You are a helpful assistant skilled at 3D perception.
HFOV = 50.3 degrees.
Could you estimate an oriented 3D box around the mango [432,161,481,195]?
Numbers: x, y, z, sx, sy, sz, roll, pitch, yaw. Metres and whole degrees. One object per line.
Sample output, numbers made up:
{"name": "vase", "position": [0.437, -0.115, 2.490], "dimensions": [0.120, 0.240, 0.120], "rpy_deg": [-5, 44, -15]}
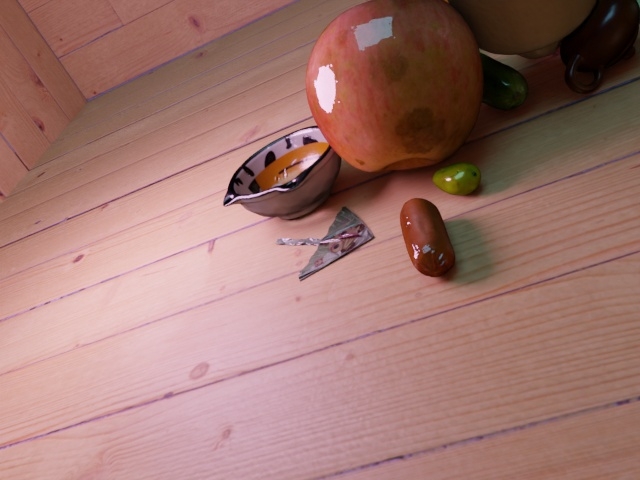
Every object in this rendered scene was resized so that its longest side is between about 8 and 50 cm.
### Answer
{"name": "mango", "position": [0.256, -0.117, 1.287], "dimensions": [0.073, 0.056, 0.108], "rpy_deg": [-37, 27, -24]}

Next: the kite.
{"name": "kite", "position": [0.001, 0.001, 1.375], "dimensions": [0.250, 0.012, 0.229], "rpy_deg": [-5, 37, 39]}

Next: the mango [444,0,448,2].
{"name": "mango", "position": [0.458, -0.767, 2.010], "dimensions": [0.211, 0.173, 0.317], "rpy_deg": [-24, 17, 22]}

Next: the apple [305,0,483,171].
{"name": "apple", "position": [0.156, -0.303, 1.367], "dimensions": [0.364, 0.364, 0.364], "rpy_deg": [-22, 30, 13]}

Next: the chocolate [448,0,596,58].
{"name": "chocolate", "position": [0.411, -0.543, 1.379], "dimensions": [0.314, 0.297, 0.326], "rpy_deg": [28, 82, 44]}

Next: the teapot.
{"name": "teapot", "position": [0.577, -0.399, 1.388], "dimensions": [0.252, 0.135, 0.178], "rpy_deg": [-61, 4, -15]}

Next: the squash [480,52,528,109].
{"name": "squash", "position": [0.362, -0.374, 1.551], "dimensions": [0.101, 0.101, 0.379], "rpy_deg": [-31, 28, -2]}

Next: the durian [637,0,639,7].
{"name": "durian", "position": [0.712, -0.542, 1.551], "dimensions": [0.100, 0.086, 0.215], "rpy_deg": [39, 71, 23]}

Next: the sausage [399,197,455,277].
{"name": "sausage", "position": [0.180, -0.007, 1.166], "dimensions": [0.076, 0.076, 0.197], "rpy_deg": [-23, 32, 12]}

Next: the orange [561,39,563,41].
{"name": "orange", "position": [0.544, -0.553, 1.590], "dimensions": [0.234, 0.182, 0.234], "rpy_deg": [-27, 12, 6]}

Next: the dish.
{"name": "dish", "position": [-0.064, -0.134, 1.524], "dimensions": [0.303, 0.120, 0.303], "rpy_deg": [-23, 29, 14]}
